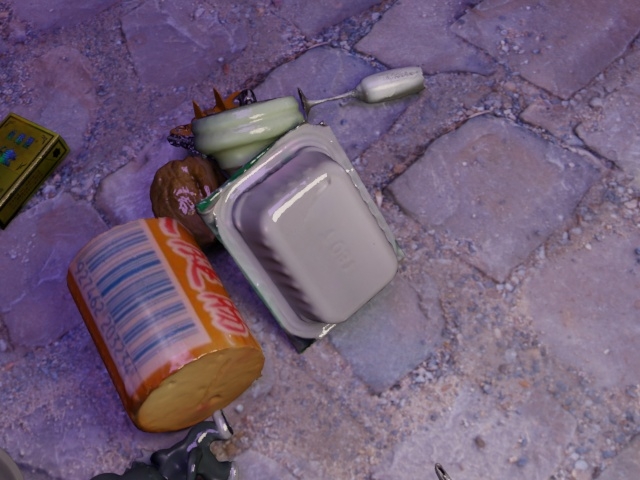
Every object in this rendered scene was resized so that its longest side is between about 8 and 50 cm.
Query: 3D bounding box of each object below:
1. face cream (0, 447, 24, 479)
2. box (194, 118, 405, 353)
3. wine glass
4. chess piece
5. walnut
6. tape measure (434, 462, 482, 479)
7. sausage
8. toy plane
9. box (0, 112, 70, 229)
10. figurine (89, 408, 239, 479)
[{"bbox_3d":[-0.638,0.405,1.093,0.357,0.312,0.219,-21,70,17],"label":"face cream"},{"bbox_3d":[0.000,0.000,1.227,0.264,0.336,0.106,-40,25,-13],"label":"box"},{"bbox_3d":[0.088,-0.304,1.531,0.262,0.074,0.074,-13,60,-1],"label":"wine glass"},{"bbox_3d":[-0.096,-0.085,1.311,0.195,0.194,0.299,-15,99,-1],"label":"chess piece"},{"bbox_3d":[-0.230,-0.067,1.395,0.155,0.155,0.184,-25,62,-7],"label":"walnut"},{"bbox_3d":[0.224,0.431,1.083,0.196,0.105,0.178,18,64,18],"label":"tape measure"},{"bbox_3d":[-0.258,0.133,1.241,0.233,0.233,0.287,-31,61,-10],"label":"sausage"},{"bbox_3d":[-0.133,-0.157,1.462,0.204,0.103,0.316,-36,72,-20],"label":"toy plane"},{"bbox_3d":[-0.636,-0.144,1.539,0.141,0.064,0.220,23,69,19],"label":"box"},{"bbox_3d":[-0.224,0.385,1.152,0.265,0.140,0.193,-42,81,10],"label":"figurine"}]
